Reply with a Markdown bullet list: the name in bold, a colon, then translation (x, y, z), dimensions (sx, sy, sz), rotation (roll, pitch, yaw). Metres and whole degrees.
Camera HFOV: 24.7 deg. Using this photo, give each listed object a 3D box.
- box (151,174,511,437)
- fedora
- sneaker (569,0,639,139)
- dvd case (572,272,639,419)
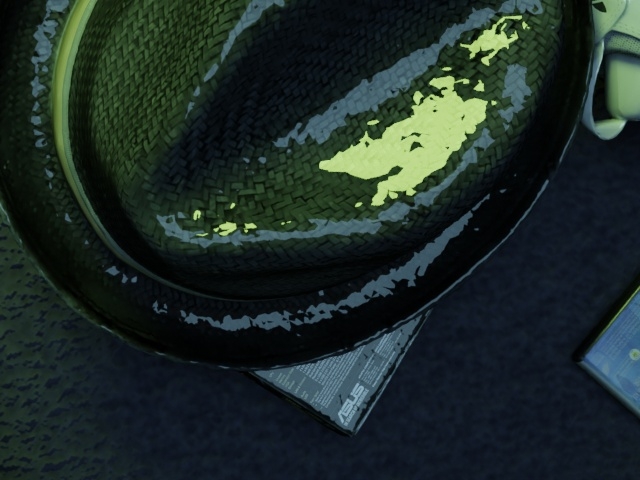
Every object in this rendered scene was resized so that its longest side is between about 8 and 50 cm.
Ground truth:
- **box**: translation (0.000, 0.000, 0.850), dimensions (0.147, 0.077, 0.180), rotation (32, 83, -4)
- **fedora**: translation (-0.002, -0.077, 0.709), dimensions (0.334, 0.152, 0.334), rotation (-2, 100, -12)
- **sneaker**: translation (0.289, -0.171, 0.868), dimensions (0.366, 0.137, 0.210), rotation (-7, 98, -21)
- **dvd case**: translation (0.306, 0.087, 0.907), dimensions (0.253, 0.022, 0.180), rotation (41, 81, -2)
